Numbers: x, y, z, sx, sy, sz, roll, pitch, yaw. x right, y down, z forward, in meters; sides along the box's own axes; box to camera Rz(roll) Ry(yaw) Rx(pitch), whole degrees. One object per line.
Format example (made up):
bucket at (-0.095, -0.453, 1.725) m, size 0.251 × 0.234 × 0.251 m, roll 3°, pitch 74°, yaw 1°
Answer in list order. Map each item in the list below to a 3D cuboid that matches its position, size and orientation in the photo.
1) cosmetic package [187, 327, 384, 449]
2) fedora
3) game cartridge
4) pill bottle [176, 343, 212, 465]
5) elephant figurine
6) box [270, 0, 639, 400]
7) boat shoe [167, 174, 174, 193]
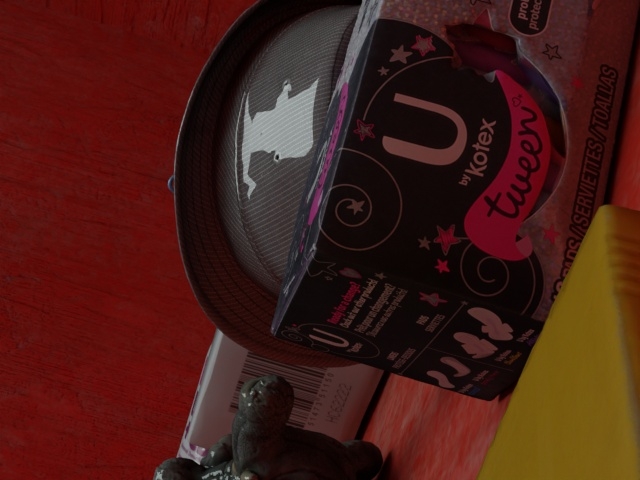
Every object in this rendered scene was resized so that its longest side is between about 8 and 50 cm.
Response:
cosmetic package at (0.000, 0.000, 1.438) m, size 0.453 × 0.161 × 0.230 m, roll -78°, pitch 6°, yaw -49°
fedora at (0.033, -0.049, 0.916) m, size 0.124 × 0.244 × 0.275 m, roll -4°, pitch 72°, yaw 63°
game cartridge at (0.077, 0.181, 0.470) m, size 0.323 × 0.053 × 0.285 m, roll -76°, pitch 3°, yaw -60°
pill bottle at (-0.078, 0.211, 1.686) m, size 0.160 × 0.160 × 0.283 m, roll -106°, pitch 33°, yaw -83°
elephant figurine at (-0.023, 0.210, 1.084) m, size 0.239 × 0.186 × 0.169 m, roll -34°, pitch 69°, yaw 43°
box at (0.075, -0.061, 0.756) m, size 0.163 × 0.142 × 0.247 m, roll 115°, pitch 170°, yaw -68°
boat shoe at (-0.100, -0.097, 1.412) m, size 0.258 × 0.089 × 0.109 m, roll 112°, pitch 173°, yaw -52°
